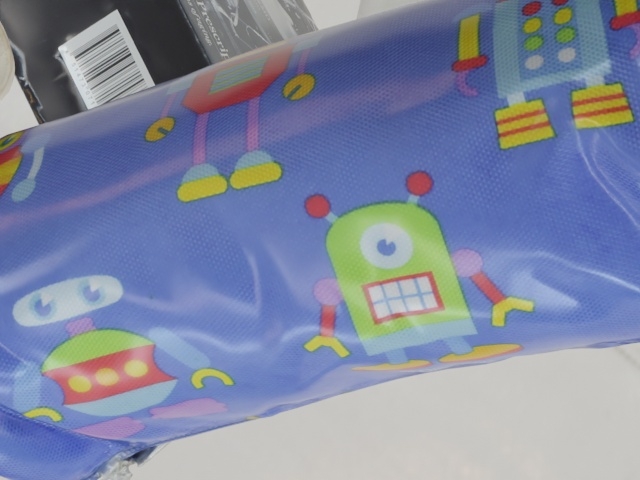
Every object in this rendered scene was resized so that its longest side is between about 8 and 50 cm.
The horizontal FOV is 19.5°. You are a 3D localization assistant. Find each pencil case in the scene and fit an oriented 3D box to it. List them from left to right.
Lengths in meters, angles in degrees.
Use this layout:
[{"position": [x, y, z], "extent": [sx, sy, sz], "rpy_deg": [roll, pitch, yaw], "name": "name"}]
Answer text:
[{"position": [0.000, 0.000, 0.618], "extent": [0.306, 0.119, 0.133], "rpy_deg": [-17, 107, 21], "name": "pencil case"}]

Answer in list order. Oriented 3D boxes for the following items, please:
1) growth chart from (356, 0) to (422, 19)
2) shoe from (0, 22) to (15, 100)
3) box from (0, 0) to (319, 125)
[{"position": [0.125, -0.101, 1.199], "extent": [0.237, 0.172, 0.021], "rpy_deg": [13, 137, -15], "name": "growth chart"}, {"position": [-0.202, -0.104, 0.806], "extent": [0.058, 0.219, 0.076], "rpy_deg": [38, 91, 37], "name": "shoe"}, {"position": [-0.124, -0.157, 1.739], "extent": [0.179, 0.312, 0.343], "rpy_deg": [-30, 83, 20], "name": "box"}]
